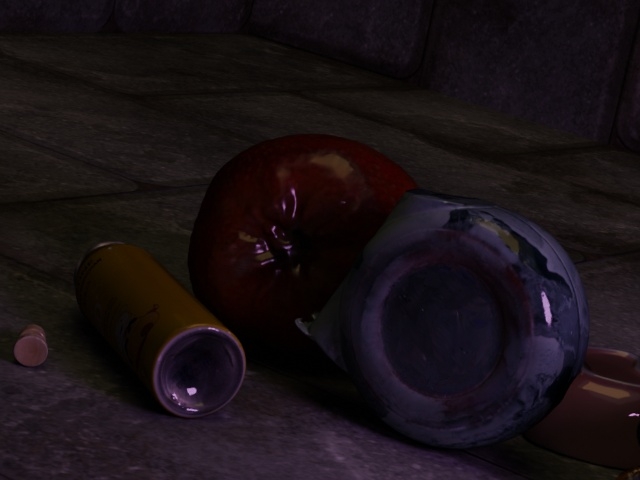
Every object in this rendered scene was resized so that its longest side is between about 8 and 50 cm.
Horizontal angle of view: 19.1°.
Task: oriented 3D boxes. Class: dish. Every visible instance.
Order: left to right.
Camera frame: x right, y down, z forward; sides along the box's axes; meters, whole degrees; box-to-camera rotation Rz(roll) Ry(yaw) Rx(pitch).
[{"bbox_3d":[0.319,0.176,2.117,0.213,0.090,0.213,10,13,-3],"label":"dish"}]

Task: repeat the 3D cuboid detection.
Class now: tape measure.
[{"bbox_3d":[0.145,0.081,1.989,0.275,0.256,0.147,42,21,18],"label":"tape measure"}]

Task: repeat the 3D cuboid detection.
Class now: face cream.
[{"bbox_3d":[-0.189,0.080,2.054,0.105,0.105,0.349,5,16,-25],"label":"face cream"}]

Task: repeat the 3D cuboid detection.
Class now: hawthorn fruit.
[{"bbox_3d":[0.000,0.000,2.209,0.275,0.275,0.300,18,24,25],"label":"hawthorn fruit"}]

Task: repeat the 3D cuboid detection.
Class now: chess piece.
[{"bbox_3d":[-0.305,0.105,2.013,0.035,0.035,0.092,10,10,-8],"label":"chess piece"}]

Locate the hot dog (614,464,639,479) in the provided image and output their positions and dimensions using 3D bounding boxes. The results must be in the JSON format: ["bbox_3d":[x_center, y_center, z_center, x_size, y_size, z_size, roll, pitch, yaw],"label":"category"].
[{"bbox_3d":[0.375,0.247,1.888,0.191,0.059,0.108,8,-29,-34],"label":"hot dog"}]

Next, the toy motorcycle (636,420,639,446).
[{"bbox_3d":[0.452,0.191,2.003,0.150,0.221,0.102,55,3,-13],"label":"toy motorcycle"}]
